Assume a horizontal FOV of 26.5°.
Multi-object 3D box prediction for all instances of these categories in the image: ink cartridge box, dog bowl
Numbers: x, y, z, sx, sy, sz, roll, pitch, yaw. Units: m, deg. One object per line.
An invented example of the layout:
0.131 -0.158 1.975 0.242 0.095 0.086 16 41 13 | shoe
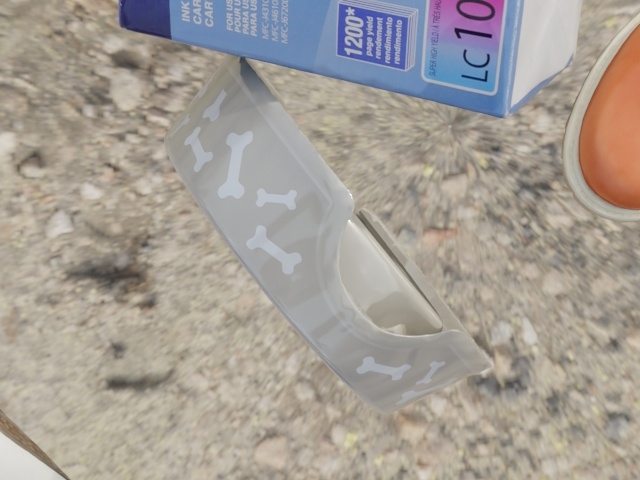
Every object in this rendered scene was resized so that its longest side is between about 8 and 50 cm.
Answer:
-0.003 -0.272 1.007 0.395 0.151 0.270 17 118 26 | ink cartridge box
0.000 0.000 1.160 0.102 0.349 0.349 -38 90 4 | dog bowl

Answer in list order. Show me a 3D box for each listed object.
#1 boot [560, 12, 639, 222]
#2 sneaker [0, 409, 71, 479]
0.138 -0.067 0.414 0.158 0.084 0.059 -44 88 4 | boot
-0.197 0.179 0.803 0.106 0.290 0.123 39 70 23 | sneaker
